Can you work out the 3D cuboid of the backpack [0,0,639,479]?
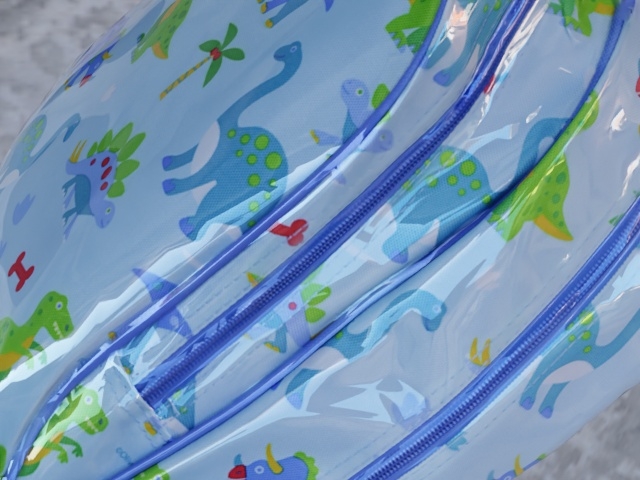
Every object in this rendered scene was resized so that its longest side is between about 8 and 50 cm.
[{"bbox_3d":[0.000,0.000,0.725,0.355,0.290,0.273,-22,120,12],"label":"backpack"}]
